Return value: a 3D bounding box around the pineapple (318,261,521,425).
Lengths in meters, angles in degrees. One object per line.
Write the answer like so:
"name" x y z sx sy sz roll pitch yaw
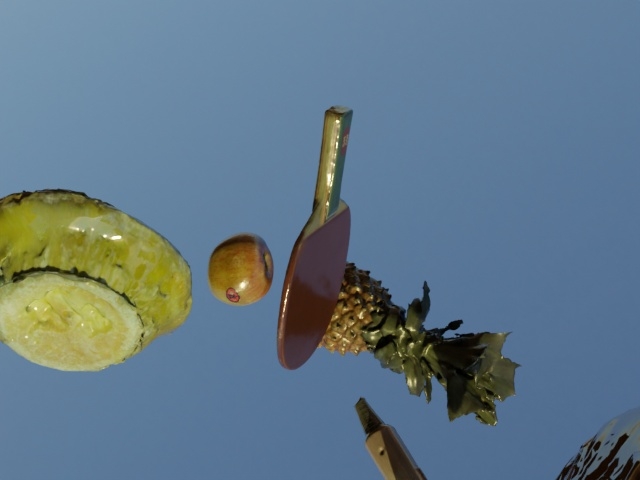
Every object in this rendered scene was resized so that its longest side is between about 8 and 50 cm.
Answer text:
"pineapple" 0.092 0.119 1.670 0.277 0.119 0.130 23 -117 32

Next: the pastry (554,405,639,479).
"pastry" 0.252 0.306 1.024 0.409 0.245 0.409 -61 -178 3

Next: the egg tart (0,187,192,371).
"egg tart" -0.197 0.039 1.159 0.197 0.197 0.078 -23 -139 28

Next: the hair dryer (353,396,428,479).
"hair dryer" 0.099 0.254 1.393 0.054 0.195 0.220 -42 -136 10

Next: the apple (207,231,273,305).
"apple" -0.092 0.033 1.629 0.071 0.084 0.084 -6 -138 14

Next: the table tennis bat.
"table tennis bat" 0.000 0.000 1.404 0.021 0.274 0.154 17 -155 18
